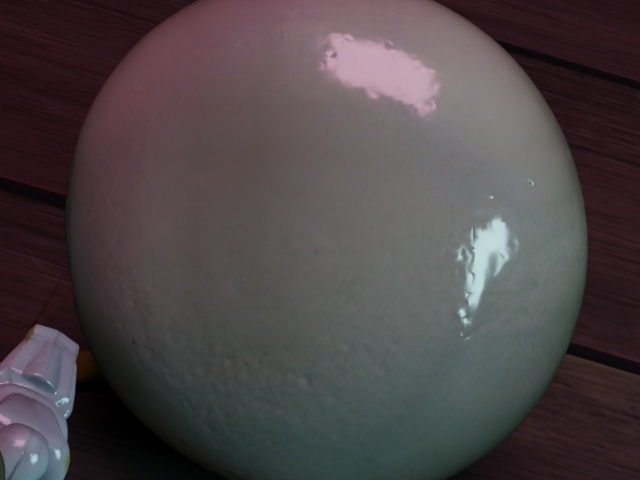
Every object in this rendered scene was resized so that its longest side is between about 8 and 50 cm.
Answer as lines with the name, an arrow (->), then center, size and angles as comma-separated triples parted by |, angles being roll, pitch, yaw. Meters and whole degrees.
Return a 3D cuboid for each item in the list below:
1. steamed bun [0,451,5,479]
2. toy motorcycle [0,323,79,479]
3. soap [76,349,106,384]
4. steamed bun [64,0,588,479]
steamed bun -> -0.340, 0.137, 0.806 | 0.325, 0.230, 0.372 | 36, 51, -5
toy motorcycle -> -0.177, 0.134, 0.982 | 0.074, 0.151, 0.228 | 28, 38, -9
soap -> -0.137, 0.081, 1.223 | 0.089, 0.012, 0.034 | -4, 36, -28
steamed bun -> 0.000, 0.000, 1.113 | 0.324, 0.324, 0.206 | 21, 7, 9
